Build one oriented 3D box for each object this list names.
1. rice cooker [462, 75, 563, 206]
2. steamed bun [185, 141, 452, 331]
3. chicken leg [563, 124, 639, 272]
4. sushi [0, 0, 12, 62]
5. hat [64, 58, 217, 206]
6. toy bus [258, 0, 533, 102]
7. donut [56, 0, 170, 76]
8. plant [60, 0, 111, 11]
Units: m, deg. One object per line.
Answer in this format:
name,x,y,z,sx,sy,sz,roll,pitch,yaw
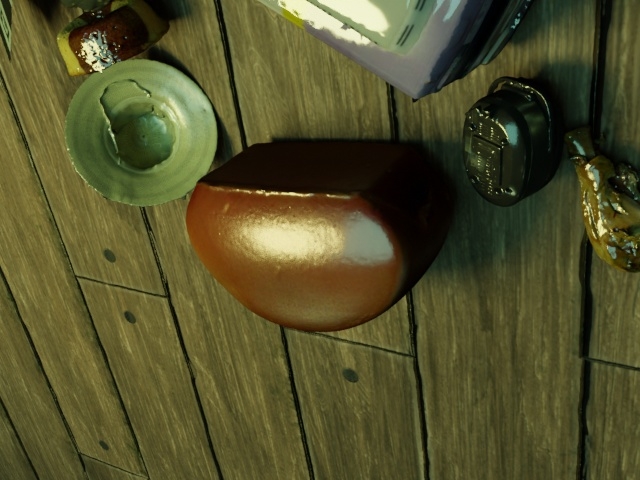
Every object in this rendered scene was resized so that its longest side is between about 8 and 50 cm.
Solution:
rice cooker,0.244,-0.124,0.959,0.112,0.106,0.165,34,148,43
steamed bun,0.000,0.000,1.128,0.379,0.235,0.248,6,120,31
chicken leg,0.373,-0.051,0.949,0.207,0.085,0.101,62,175,-8
sushi,-0.478,-0.491,1.168,0.373,0.100,0.296,-25,84,65
hat,-0.303,-0.180,1.289,0.252,0.252,0.110,56,175,-11
toy bus,0.029,-0.362,0.849,0.440,0.249,0.209,35,133,9
donut,-0.334,-0.327,1.179,0.184,0.166,0.073,10,139,45
plant,-0.320,-0.456,1.088,0.142,0.164,0.256,37,122,7
